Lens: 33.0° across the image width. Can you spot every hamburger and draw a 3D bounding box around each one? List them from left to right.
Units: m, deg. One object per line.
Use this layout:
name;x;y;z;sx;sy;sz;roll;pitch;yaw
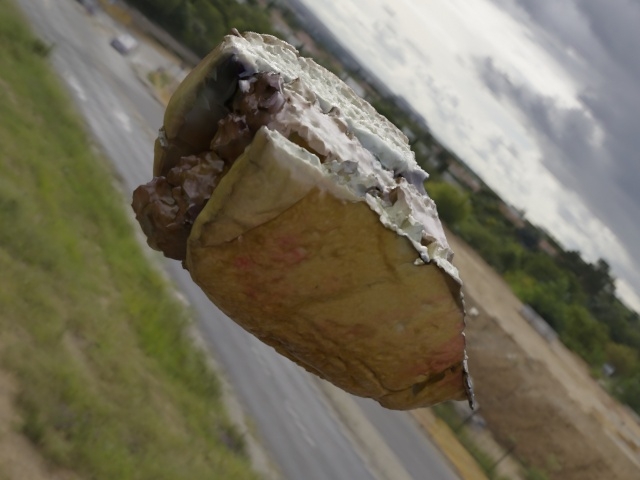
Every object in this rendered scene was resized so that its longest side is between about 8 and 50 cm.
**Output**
hamburger;0.000;0.000;0.719;0.155;0.245;0.282;-98;-170;-46
